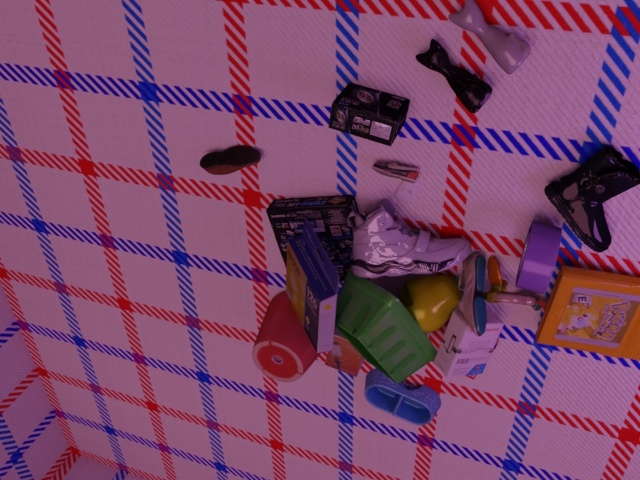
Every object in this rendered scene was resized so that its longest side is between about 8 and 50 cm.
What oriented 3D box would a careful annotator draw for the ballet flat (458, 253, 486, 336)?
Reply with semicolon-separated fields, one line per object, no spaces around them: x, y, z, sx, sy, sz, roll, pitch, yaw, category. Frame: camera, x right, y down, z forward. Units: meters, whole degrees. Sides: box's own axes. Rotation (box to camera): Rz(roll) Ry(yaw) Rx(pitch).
0.450;0.163;1.872;0.086;0.249;0.086;5;164;2;ballet flat

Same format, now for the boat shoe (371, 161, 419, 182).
0.217;-0.204;1.815;0.137;0.049;0.043;17;87;15;boat shoe

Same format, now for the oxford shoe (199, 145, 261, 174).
-0.276;-0.250;2.004;0.212;0.076;0.076;-4;152;24;oxford shoe

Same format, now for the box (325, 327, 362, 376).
0.101;0.389;2.273;0.130;0.091;0.171;19;129;11;box

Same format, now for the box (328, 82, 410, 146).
0.132;-0.340;1.683;0.180;0.147;0.078;19;130;12;box

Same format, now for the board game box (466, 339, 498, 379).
0.489;0.366;2.106;0.146;0.045;0.194;24;131;8;board game box

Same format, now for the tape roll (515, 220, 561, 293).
0.598;0.047;1.725;0.080;0.189;0.189;14;129;14;tape roll

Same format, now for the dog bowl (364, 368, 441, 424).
0.298;0.589;2.342;0.297;0.074;0.166;23;131;9;dog bowl

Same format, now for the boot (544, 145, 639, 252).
0.733;-0.102;1.614;0.246;0.094;0.207;48;133;-6;boot

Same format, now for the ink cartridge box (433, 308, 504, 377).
0.462;0.319;1.960;0.148;0.086;0.203;1;118;-27;ink cartridge box

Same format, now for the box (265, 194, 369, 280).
0.000;0.000;2.045;0.295;0.073;0.293;-3;124;26;box

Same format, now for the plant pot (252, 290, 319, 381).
-0.108;0.352;2.242;0.274;0.243;0.275;12;128;17;plant pot

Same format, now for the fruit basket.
0.261;0.225;1.995;0.283;0.392;0.392;28;142;50;fruit basket

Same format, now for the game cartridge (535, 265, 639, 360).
0.819;0.217;1.808;0.323;0.053;0.285;10;128;8;game cartridge

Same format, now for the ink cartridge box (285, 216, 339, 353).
-0.032;0.138;1.943;0.072;0.304;0.307;-12;130;-16;ink cartridge box

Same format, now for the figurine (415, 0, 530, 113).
0.369;-0.456;1.534;0.209;0.092;0.215;40;130;-1;figurine

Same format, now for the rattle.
0.599;0.138;1.899;0.199;0.143;0.130;4;160;4;rattle

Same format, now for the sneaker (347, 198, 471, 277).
0.256;-0.013;1.869;0.365;0.137;0.210;-8;110;13;sneaker

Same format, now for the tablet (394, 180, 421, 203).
0.258;-0.150;1.859;0.054;0.006;0.083;30;132;1;tablet
